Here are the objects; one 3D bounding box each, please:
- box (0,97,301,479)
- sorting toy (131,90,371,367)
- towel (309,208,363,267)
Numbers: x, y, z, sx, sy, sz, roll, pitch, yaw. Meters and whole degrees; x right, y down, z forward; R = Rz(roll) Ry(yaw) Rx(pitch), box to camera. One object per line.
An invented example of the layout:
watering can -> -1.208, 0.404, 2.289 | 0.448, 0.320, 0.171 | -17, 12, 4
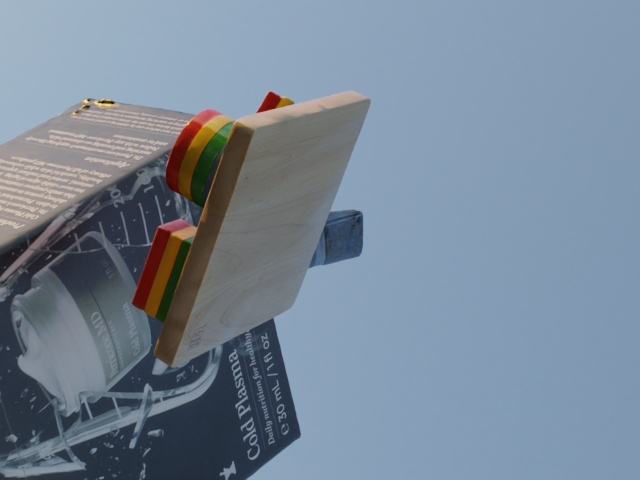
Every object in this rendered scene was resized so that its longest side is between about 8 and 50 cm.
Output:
box -> -0.318, 0.138, 1.845 | 0.297, 0.472, 0.479 | 12, -55, 42
sorting toy -> -0.080, -0.032, 1.488 | 0.089, 0.257, 0.255 | 28, -68, 19
towel -> 0.000, 0.000, 1.836 | 0.029, 0.119, 0.067 | 26, -58, 54
